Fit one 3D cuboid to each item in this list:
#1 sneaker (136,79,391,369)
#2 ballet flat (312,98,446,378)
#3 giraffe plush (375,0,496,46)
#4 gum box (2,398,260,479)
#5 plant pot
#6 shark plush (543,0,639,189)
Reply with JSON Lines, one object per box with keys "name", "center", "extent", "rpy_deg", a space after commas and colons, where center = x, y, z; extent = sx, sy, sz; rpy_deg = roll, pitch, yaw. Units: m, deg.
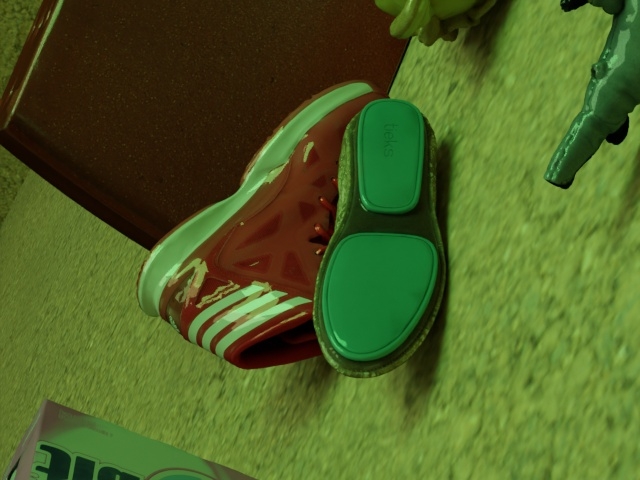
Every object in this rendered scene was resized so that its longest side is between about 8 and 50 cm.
{"name": "sneaker", "center": [0.000, 0.000, 0.965], "extent": [0.221, 0.128, 0.087], "rpy_deg": [-46, -28, -15]}
{"name": "ballet flat", "center": [0.037, 0.009, 0.854], "extent": [0.067, 0.073, 0.206], "rpy_deg": [91, -171, -48]}
{"name": "giraffe plush", "center": [0.071, -0.213, 0.914], "extent": [0.210, 0.181, 0.170], "rpy_deg": [36, 117, 38]}
{"name": "gum box", "center": [-0.082, 0.163, 0.766], "extent": [0.062, 0.188, 0.107], "rpy_deg": [-58, 18, 28]}
{"name": "plant pot", "center": [-0.107, -0.119, 1.145], "extent": [0.267, 0.236, 0.267], "rpy_deg": [-68, 17, -4]}
{"name": "shark plush", "center": [0.135, -0.102, 0.662], "extent": [0.161, 0.067, 0.073], "rpy_deg": [-62, 17, 14]}
